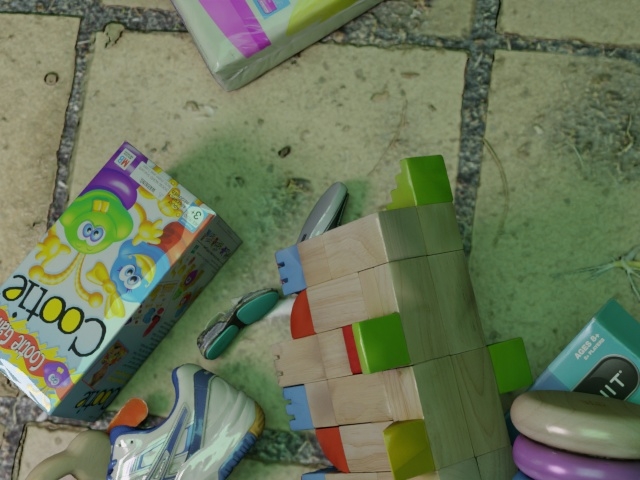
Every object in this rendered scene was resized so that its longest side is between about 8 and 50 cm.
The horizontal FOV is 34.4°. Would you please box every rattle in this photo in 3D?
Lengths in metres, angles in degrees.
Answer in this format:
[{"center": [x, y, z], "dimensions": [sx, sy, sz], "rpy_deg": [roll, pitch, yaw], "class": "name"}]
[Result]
[{"center": [-0.284, 0.269, 1.184], "dimensions": [0.130, 0.142, 0.200], "rpy_deg": [33, 65, -19], "class": "rattle"}]

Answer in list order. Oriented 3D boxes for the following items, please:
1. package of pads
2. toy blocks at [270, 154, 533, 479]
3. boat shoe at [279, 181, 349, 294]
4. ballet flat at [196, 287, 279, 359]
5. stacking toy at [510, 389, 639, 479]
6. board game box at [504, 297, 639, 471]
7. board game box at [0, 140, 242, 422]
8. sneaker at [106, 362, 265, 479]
[{"center": [-0.050, -0.355, 1.253], "dimensions": [0.296, 0.101, 0.229], "rpy_deg": [-30, 77, 0], "class": "package of pads"}, {"center": [0.052, 0.132, 1.064], "dimensions": [0.190, 0.261, 0.382], "rpy_deg": [-9, 84, -34], "class": "toy blocks"}, {"center": [0.000, 0.000, 1.201], "dimensions": [0.040, 0.049, 0.142], "rpy_deg": [31, 80, -21], "class": "boat shoe"}, {"center": [-0.100, 0.088, 1.196], "dimensions": [0.114, 0.041, 0.041], "rpy_deg": [-43, 76, -4], "class": "ballet flat"}, {"center": [0.222, 0.307, 0.916], "dimensions": [0.141, 0.141, 0.331], "rpy_deg": [7, 92, 9], "class": "stacking toy"}, {"center": [0.327, 0.265, 1.016], "dimensions": [0.336, 0.079, 0.254], "rpy_deg": [42, 118, 14], "class": "board game box"}, {"center": [-0.240, 0.051, 1.166], "dimensions": [0.142, 0.144, 0.275], "rpy_deg": [38, 84, 14], "class": "board game box"}, {"center": [-0.194, 0.268, 1.123], "dimensions": [0.131, 0.112, 0.296], "rpy_deg": [39, 75, -1], "class": "sneaker"}]
